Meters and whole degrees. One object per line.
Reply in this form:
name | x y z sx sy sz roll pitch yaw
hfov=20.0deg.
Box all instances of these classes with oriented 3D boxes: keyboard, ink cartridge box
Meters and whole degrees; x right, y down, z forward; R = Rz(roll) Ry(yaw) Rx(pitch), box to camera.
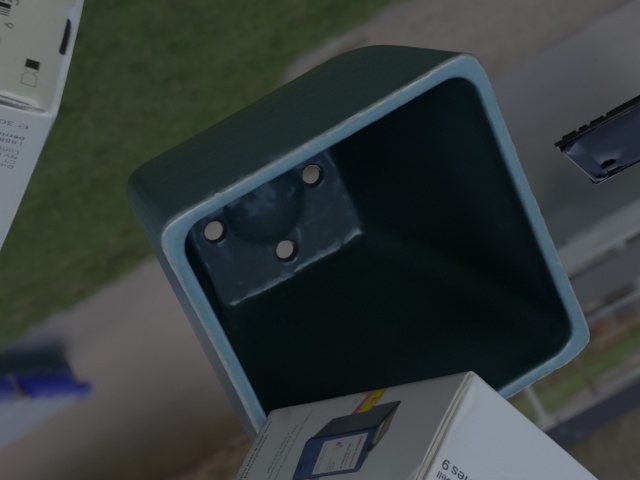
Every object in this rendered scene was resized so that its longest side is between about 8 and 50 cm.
keyboard | 0.271 -0.098 1.353 0.180 0.023 0.108 -28 149 20
ink cartridge box | 0.062 0.169 1.107 0.212 0.154 0.093 -18 -142 55

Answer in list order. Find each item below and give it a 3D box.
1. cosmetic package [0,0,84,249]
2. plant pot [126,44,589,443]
cosmetic package | -0.209 -0.072 0.976 0.113 0.160 0.309 15 150 -14
plant pot | 0.000 0.000 1.325 0.247 0.248 0.252 -30 -155 -12
